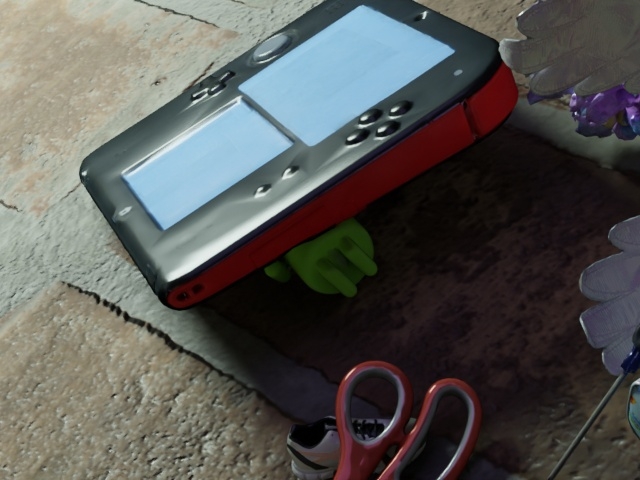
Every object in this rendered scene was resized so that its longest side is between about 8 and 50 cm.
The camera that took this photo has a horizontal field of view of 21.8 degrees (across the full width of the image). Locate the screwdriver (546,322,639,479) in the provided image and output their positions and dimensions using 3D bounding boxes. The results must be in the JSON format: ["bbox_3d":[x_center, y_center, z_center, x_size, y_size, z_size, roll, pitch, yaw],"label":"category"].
[{"bbox_3d":[0.202,0.100,1.149,0.170,0.024,0.025,-56,20,20],"label":"screwdriver"}]

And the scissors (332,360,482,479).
[{"bbox_3d":[0.013,0.214,1.172,0.109,0.021,0.297,26,69,10],"label":"scissors"}]

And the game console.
[{"bbox_3d":[-0.033,-0.098,1.443,0.342,0.060,0.386,-30,24,-7],"label":"game console"}]

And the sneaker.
[{"bbox_3d":[0.026,0.149,1.228,0.109,0.043,0.040,-14,39,10],"label":"sneaker"}]

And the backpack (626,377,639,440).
[{"bbox_3d":[0.254,0.111,1.096,0.084,0.114,0.105,-44,64,-14],"label":"backpack"}]

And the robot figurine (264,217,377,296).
[{"bbox_3d":[0.000,0.000,1.383,0.101,0.067,0.115,-47,41,4],"label":"robot figurine"}]

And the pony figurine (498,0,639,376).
[{"bbox_3d":[0.295,-0.108,1.235,0.351,0.302,0.363,-20,24,-8],"label":"pony figurine"}]
